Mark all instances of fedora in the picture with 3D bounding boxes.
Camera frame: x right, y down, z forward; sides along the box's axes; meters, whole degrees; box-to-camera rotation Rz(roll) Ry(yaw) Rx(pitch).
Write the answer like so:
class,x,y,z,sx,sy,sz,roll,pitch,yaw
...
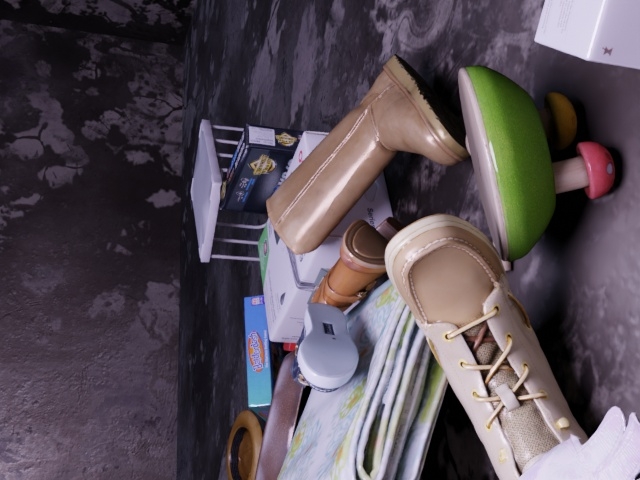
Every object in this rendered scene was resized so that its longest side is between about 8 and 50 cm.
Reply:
class,x,y,z,sx,sy,sz,roll,pitch,yaw
fedora,-0.128,0.434,1.659,0.194,0.079,0.194,-172,90,-66

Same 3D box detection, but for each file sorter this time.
class,x,y,z,sx,sy,sz,roll,pitch,yaw
file sorter,-0.176,-0.106,1.785,0.277,0.173,0.192,-110,29,-53

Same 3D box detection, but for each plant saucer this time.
class,x,y,z,sx,sy,sz,roll,pitch,yaw
plant saucer,-0.064,0.318,1.372,0.310,0.050,0.310,12,-90,-87

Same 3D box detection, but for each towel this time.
class,x,y,z,sx,sy,sz,roll,pitch,yaw
towel,0.046,0.193,0.967,0.320,0.090,0.374,-63,5,-32

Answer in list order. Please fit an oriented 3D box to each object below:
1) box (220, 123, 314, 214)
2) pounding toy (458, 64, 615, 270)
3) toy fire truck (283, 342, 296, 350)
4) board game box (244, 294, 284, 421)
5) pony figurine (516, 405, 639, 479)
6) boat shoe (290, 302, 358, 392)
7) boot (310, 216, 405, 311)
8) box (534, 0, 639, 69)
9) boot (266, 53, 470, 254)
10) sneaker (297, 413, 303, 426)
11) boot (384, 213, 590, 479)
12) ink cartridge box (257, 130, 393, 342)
class,x,y,z,sx,sy,sz,roll,pitch,yaw
box,-0.073,-0.118,1.470,0.220,0.175,0.051,125,146,-56
pounding toy,0.203,-0.075,0.776,0.237,0.110,0.182,43,-145,-76
toy fire truck,-0.056,0.128,1.564,0.192,0.047,0.135,-154,67,-72
board game box,-0.103,0.229,1.577,0.160,0.047,0.210,69,-166,-65
pony figurine,0.124,0.318,0.507,0.351,0.363,0.303,-38,1,15
boat shoe,0.001,0.142,0.924,0.183,0.065,0.083,-88,11,-73
boot,0.035,0.048,1.023,0.152,0.073,0.197,-47,-12,19
box,0.241,-0.189,0.641,0.087,0.102,0.101,-121,40,-64
boot,0.054,-0.079,1.037,0.269,0.089,0.236,-48,29,18
sneaker,-0.004,0.341,1.321,0.115,0.090,0.232,-116,42,-71
boot,0.150,0.115,0.694,0.262,0.095,0.203,57,-170,-43
ink cartridge box,0.000,0.000,1.302,0.289,0.122,0.211,116,152,-47
